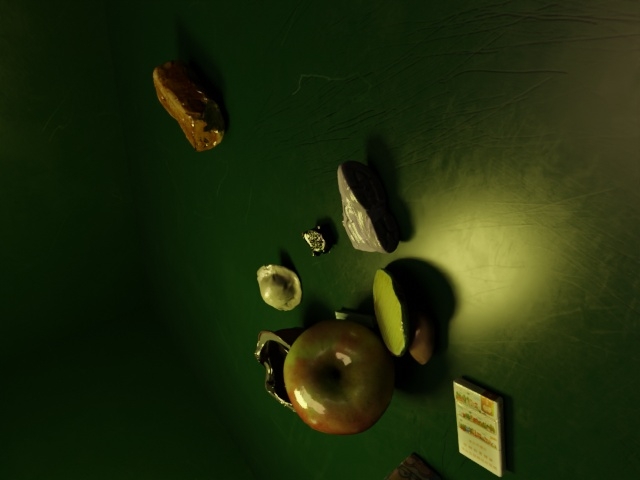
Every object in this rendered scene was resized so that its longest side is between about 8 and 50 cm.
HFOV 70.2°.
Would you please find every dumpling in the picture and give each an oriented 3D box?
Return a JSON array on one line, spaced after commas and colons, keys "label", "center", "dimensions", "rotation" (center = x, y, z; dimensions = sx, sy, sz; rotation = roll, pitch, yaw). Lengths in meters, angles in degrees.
[{"label": "dumpling", "center": [-0.135, 0.166, 1.622], "dimensions": [0.155, 0.181, 0.111], "rotation": [-27, 47, 29]}]

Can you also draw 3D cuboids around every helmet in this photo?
[{"label": "helmet", "center": [-0.073, 0.426, 1.594], "dimensions": [0.271, 0.197, 0.338], "rotation": [9, 115, 46]}]

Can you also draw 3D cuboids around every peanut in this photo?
[{"label": "peanut", "center": [0.246, 0.240, 1.129], "dimensions": [0.076, 0.076, 0.152], "rotation": [18, 127, 50]}]

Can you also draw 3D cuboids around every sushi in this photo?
[{"label": "sushi", "center": [0.000, 0.000, 1.357], "dimensions": [0.083, 0.056, 0.085], "rotation": [-23, 89, 50]}]

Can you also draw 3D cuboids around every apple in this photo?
[{"label": "apple", "center": [0.054, 0.384, 1.287], "dimensions": [0.319, 0.319, 0.277], "rotation": [48, 171, 27]}]

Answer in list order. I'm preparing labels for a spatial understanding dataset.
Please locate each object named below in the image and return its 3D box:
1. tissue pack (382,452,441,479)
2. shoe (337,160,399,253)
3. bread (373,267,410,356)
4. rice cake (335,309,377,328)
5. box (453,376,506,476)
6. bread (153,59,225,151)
[{"label": "tissue pack", "center": [0.259, 0.713, 1.328], "dimensions": [0.115, 0.155, 0.065], "rotation": [30, 135, 42]}, {"label": "shoe", "center": [0.096, -0.076, 1.131], "dimensions": [0.137, 0.095, 0.245], "rotation": [-15, 103, 55]}, {"label": "bread", "center": [0.180, 0.179, 1.153], "dimensions": [0.228, 0.033, 0.229], "rotation": [170, 90, -81]}, {"label": "rice cake", "center": [0.106, 0.238, 1.369], "dimensions": [0.180, 0.030, 0.042], "rotation": [-2, 103, 56]}, {"label": "box", "center": [0.383, 0.447, 1.095], "dimensions": [0.122, 0.032, 0.220], "rotation": [16, 122, 51]}, {"label": "bread", "center": [-0.465, -0.489, 1.641], "dimensions": [0.344, 0.148, 0.195], "rotation": [52, 156, 20]}]
